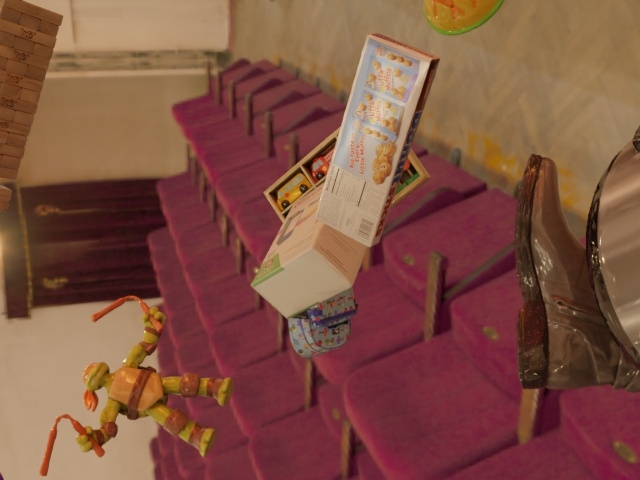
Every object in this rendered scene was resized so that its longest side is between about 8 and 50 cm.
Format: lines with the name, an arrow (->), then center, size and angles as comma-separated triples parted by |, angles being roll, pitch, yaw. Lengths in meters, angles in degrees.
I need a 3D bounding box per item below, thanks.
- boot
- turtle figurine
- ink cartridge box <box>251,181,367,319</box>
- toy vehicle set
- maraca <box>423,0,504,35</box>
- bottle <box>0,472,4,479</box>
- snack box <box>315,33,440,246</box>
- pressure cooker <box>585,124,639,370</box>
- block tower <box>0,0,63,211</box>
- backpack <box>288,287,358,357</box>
boot -> 0.383, 0.046, 1.032 | 0.118, 0.223, 0.338 | 14, -105, -76
turtle figurine -> -0.241, 0.220, 1.017 | 0.087, 0.217, 0.269 | 101, -172, -57
ink cartridge box -> 0.000, 0.000, 1.188 | 0.154, 0.093, 0.212 | -31, 22, 41
toy vehicle set -> 0.043, -0.098, 1.329 | 0.166, 0.267, 0.035 | 56, -159, 11
maraca -> 0.241, -0.395, 1.156 | 0.186, 0.099, 0.127 | -30, 70, 27
bottle -> -0.367, 0.266, 0.749 | 0.283, 0.092, 0.118 | 42, 160, 48
snack box -> 0.047, -0.086, 0.662 | 0.064, 0.022, 0.178 | 29, 118, 24
pressure cooker -> 0.516, -0.022, 0.693 | 0.420, 0.375, 0.370 | 139, 143, -65
block tower -> -0.476, -0.202, 1.093 | 0.091, 0.097, 0.335 | 24, 99, 41
backpack -> 0.005, 0.168, 1.645 | 0.117, 0.158, 0.173 | -7, 89, 46
